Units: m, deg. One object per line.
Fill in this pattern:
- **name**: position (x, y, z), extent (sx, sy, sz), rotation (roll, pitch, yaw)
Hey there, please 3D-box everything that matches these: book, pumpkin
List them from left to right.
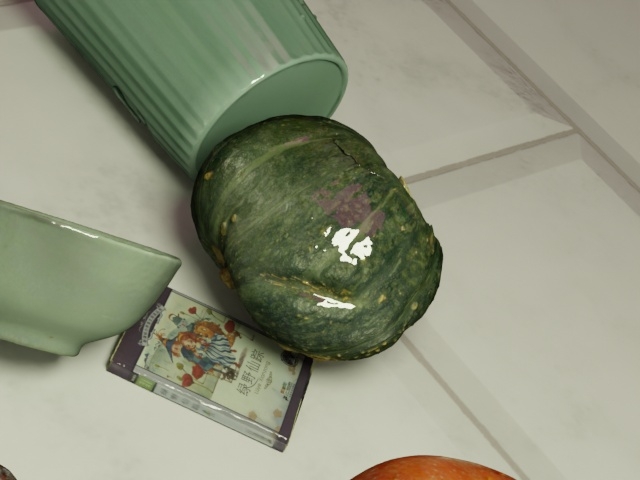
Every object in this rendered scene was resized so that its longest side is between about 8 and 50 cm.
- **book**: position (-0.125, 0.146, 1.777), extent (0.231, 0.026, 0.157), rotation (26, 38, -4)
- **pumpkin**: position (0.000, 0.000, 1.825), extent (0.257, 0.291, 0.328), rotation (-33, 72, -3)

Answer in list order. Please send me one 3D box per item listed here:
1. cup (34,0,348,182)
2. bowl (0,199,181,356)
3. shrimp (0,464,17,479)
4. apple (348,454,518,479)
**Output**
- **cup**: position (-0.146, -0.308, 2.054), extent (0.401, 0.310, 0.392), rotation (-19, 64, -41)
- **bowl**: position (-0.313, 0.044, 1.647), extent (0.289, 0.146, 0.289), rotation (18, -2, 1)
- **shrimp**: position (-0.385, 0.243, 1.491), extent (0.165, 0.057, 0.065), rotation (5, 51, -23)
- **apple**: position (0.126, 0.384, 1.464), extent (0.348, 0.277, 0.348), rotation (17, 39, -14)
